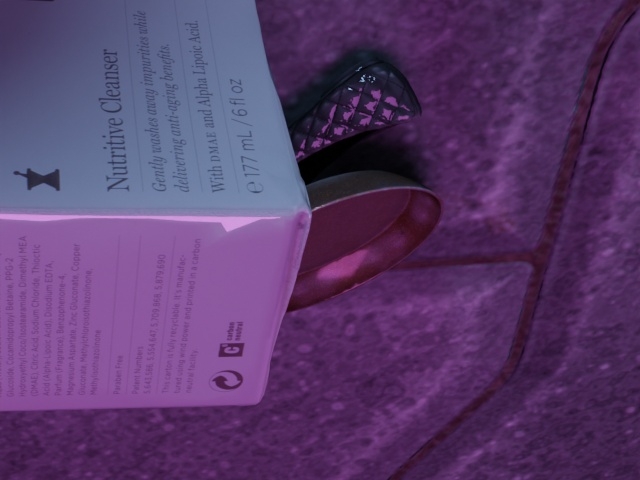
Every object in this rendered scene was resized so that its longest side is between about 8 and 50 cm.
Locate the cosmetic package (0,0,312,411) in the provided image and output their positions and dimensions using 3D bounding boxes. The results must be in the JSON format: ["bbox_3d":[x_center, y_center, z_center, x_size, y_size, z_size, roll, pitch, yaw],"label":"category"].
[{"bbox_3d":[-0.220,-0.033,0.667,0.385,0.217,0.156,0,134,-16],"label":"cosmetic package"}]

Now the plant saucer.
[{"bbox_3d":[0.000,0.000,0.843,0.168,0.029,0.168,-20,159,-8],"label":"plant saucer"}]

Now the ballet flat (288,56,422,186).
[{"bbox_3d":[-0.009,-0.046,0.806,0.173,0.049,0.057,-43,165,27],"label":"ballet flat"}]
